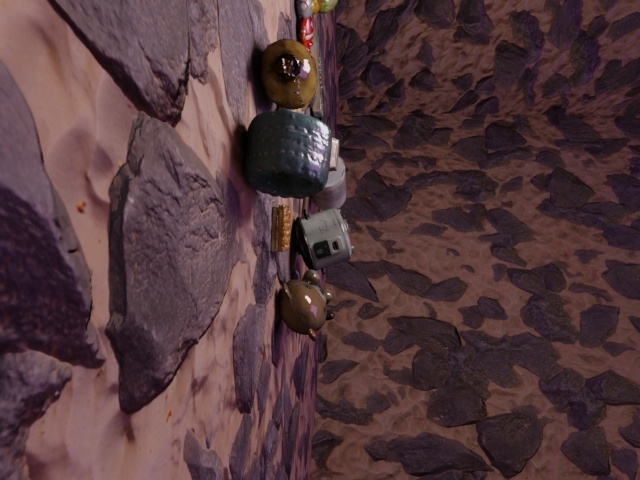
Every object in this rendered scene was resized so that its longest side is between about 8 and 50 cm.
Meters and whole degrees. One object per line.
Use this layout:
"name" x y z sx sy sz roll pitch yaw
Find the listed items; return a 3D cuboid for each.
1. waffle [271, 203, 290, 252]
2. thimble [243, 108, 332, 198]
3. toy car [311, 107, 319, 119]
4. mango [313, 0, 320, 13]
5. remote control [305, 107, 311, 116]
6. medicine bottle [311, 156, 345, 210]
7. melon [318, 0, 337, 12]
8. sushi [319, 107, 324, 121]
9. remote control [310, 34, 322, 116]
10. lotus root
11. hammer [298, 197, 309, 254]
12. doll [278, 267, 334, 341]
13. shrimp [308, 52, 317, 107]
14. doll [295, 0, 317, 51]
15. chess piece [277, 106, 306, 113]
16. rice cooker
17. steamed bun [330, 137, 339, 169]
"waffle" -0.123 -0.038 1.307 0.102 0.042 0.148 -12 104 -83
"thimble" -0.072 -0.188 0.965 0.235 0.198 0.143 44 50 -75
"toy car" -0.024 -0.556 2.038 0.103 0.063 0.217 90 -12 -74
"mango" -0.035 -0.937 1.664 0.114 0.080 0.061 -64 142 -60
"remote control" -0.057 -0.579 1.902 0.077 0.022 0.245 -65 157 -82
"medicine bottle" 0.035 -0.287 2.101 0.332 0.189 0.190 76 17 -72
"melon" 0.011 -1.064 1.794 0.139 0.139 0.193 84 8 -56
"sushi" -0.016 -0.594 2.189 0.193 0.039 0.210 -82 -179 -70
"remote control" -0.020 -0.750 1.909 0.145 0.050 0.345 -58 145 -83
"lotus root" -0.081 -0.425 1.079 0.284 0.146 0.160 -94 165 -78
"hammer" -0.069 -0.117 1.813 0.111 0.043 0.366 -16 114 -64
"doll" -0.062 0.218 1.499 0.235 0.174 0.330 61 6 -4
"shrimp" -0.058 -0.620 1.698 0.317 0.062 0.164 88 23 -72
"doll" -0.053 -0.840 1.556 0.245 0.076 0.142 93 6 -46
"chess piece" -0.094 -0.413 1.295 0.094 0.094 0.171 87 15 -46
"rice cooker" 0.000 0.000 1.687 0.241 0.226 0.281 -116 -170 -67
"steamed bun" -0.004 -0.369 1.793 0.242 0.164 0.147 -67 161 -82
